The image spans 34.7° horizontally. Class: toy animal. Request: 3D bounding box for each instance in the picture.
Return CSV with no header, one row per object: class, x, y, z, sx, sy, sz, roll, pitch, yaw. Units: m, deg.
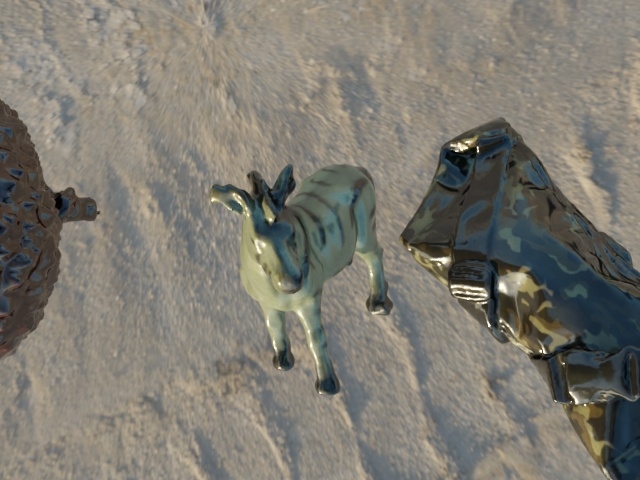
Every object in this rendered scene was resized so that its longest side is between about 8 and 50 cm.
toy animal,-0.006,0.000,0.679,0.073,0.217,0.176,7,122,20

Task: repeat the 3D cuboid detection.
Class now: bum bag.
bum bag,0.142,0.033,0.598,0.102,0.069,0.248,-45,62,10

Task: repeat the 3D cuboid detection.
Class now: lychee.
lychee,-0.330,-0.012,0.877,0.300,0.264,0.264,-13,105,-32
